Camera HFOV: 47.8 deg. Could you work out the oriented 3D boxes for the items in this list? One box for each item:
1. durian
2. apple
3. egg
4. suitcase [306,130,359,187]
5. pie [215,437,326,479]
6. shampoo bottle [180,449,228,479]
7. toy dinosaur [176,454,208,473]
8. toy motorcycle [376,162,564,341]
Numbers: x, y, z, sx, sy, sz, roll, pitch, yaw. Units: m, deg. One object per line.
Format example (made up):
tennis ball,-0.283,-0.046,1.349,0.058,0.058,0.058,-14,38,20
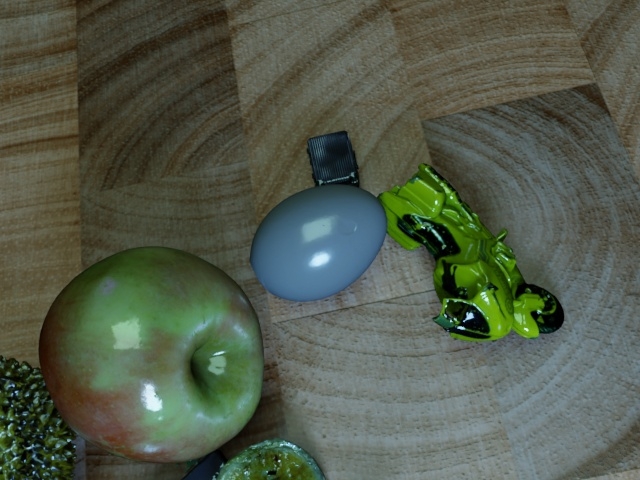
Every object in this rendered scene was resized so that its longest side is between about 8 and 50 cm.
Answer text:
durian,-0.489,0.310,1.088,0.258,0.258,0.293,-32,80,-7
apple,-0.253,0.169,1.078,0.277,0.319,0.319,-5,61,38
egg,0.000,0.000,1.176,0.231,0.176,0.176,-32,64,6
suitcase,0.024,-0.135,1.305,0.086,0.059,0.126,-12,64,1
pie,-0.069,0.382,1.043,0.186,0.041,0.187,3,81,-21
shampoo bottle,-0.239,0.453,1.066,0.309,0.071,0.098,-42,73,-10
toy dinosaur,-0.196,0.329,1.144,0.062,0.021,0.083,8,71,25
toy motorcycle,0.221,0.035,1.154,0.206,0.142,0.342,-13,56,-41
